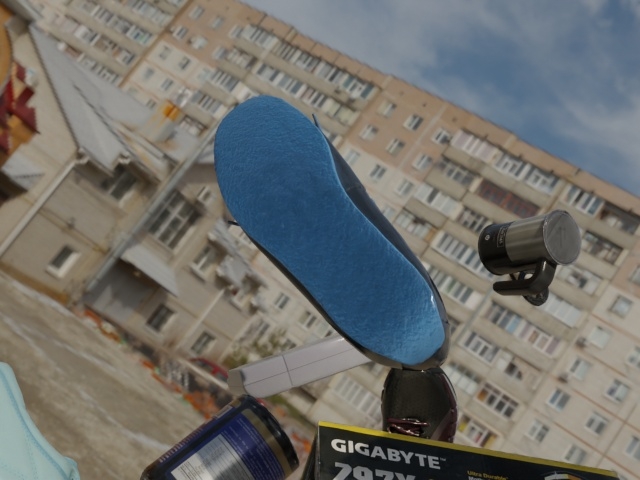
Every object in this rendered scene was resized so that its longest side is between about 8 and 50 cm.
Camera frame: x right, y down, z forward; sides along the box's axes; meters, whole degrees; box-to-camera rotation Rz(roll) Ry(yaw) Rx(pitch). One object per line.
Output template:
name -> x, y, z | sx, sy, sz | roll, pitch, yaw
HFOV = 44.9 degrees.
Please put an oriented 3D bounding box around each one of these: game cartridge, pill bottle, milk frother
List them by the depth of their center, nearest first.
pill bottle -> -0.144, 0.302, 0.964 | 0.123, 0.219, 0.123 | 44, -24, 25
game cartridge -> 0.014, 0.172, 1.166 | 0.198, 0.297, 0.062 | 157, -84, -74
milk frother -> 0.339, 0.031, 1.186 | 0.143, 0.129, 0.135 | 9, -13, -32

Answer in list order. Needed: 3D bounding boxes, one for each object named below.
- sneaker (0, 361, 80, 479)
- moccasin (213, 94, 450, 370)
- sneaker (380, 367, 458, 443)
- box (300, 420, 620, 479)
sneaker -> -0.260, 0.272, 0.706 | 0.150, 0.135, 0.366 | -20, 85, -55
moccasin -> 0.000, 0.000, 0.752 | 0.342, 0.138, 0.117 | 59, 7, 32
sneaker -> 0.118, 0.306, 1.022 | 0.106, 0.281, 0.162 | 5, 23, 16
box -> 0.083, 0.312, 0.657 | 0.257, 0.322, 0.079 | 12, 29, -6
